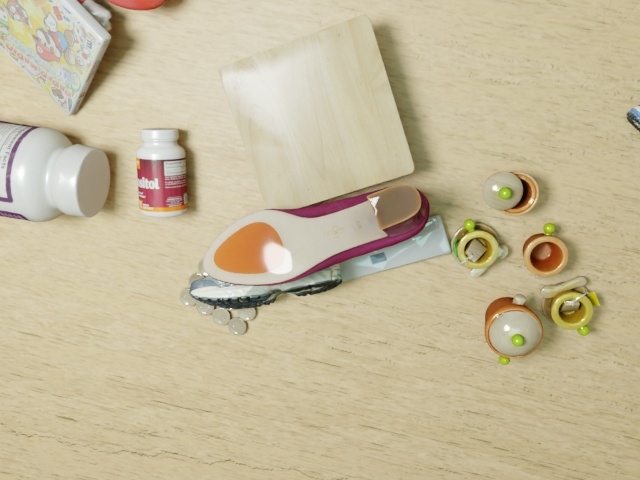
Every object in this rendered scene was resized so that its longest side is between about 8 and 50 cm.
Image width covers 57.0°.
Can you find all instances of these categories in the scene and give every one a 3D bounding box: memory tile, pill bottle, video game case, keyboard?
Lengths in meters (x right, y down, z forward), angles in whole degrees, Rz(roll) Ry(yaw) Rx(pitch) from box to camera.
[{"bbox_3d":[-0.188,0.107,1.137,0.148,0.012,0.113,32,106,-1],"label":"memory tile"},{"bbox_3d":[-0.283,-0.122,1.051,0.086,0.086,0.151,2,104,7],"label":"pill bottle"},{"bbox_3d":[-0.542,-0.124,1.043,0.302,0.169,0.169,9,106,5],"label":"pill bottle"},{"bbox_3d":[-0.474,-0.356,0.998,0.227,0.026,0.206,46,134,-6],"label":"video game case"},{"bbox_3d":[0.102,0.022,1.070,0.256,0.014,0.072,-16,104,15],"label":"keyboard"}]

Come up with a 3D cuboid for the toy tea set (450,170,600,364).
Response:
[{"bbox_3d":[0.335,0.049,0.994,0.200,0.124,0.335,-26,100,13],"label":"toy tea set"}]

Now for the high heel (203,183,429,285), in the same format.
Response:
[{"bbox_3d":[0.000,0.000,0.992,0.378,0.181,0.127,-13,82,11],"label":"high heel"}]

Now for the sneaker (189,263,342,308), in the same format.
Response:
[{"bbox_3d":[-0.103,0.051,1.073,0.283,0.110,0.122,-11,72,10],"label":"sneaker"}]

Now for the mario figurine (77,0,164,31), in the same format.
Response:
[{"bbox_3d":[-0.378,-0.478,0.974,0.321,0.170,0.198,34,143,8],"label":"mario figurine"}]

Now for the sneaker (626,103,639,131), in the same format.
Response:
[{"bbox_3d":[0.561,-0.176,0.944,0.135,0.052,0.058,44,102,-5],"label":"sneaker"}]

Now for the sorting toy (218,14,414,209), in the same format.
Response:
[{"bbox_3d":[-0.001,-0.204,0.990,0.256,0.089,0.256,-16,101,11],"label":"sorting toy"}]
